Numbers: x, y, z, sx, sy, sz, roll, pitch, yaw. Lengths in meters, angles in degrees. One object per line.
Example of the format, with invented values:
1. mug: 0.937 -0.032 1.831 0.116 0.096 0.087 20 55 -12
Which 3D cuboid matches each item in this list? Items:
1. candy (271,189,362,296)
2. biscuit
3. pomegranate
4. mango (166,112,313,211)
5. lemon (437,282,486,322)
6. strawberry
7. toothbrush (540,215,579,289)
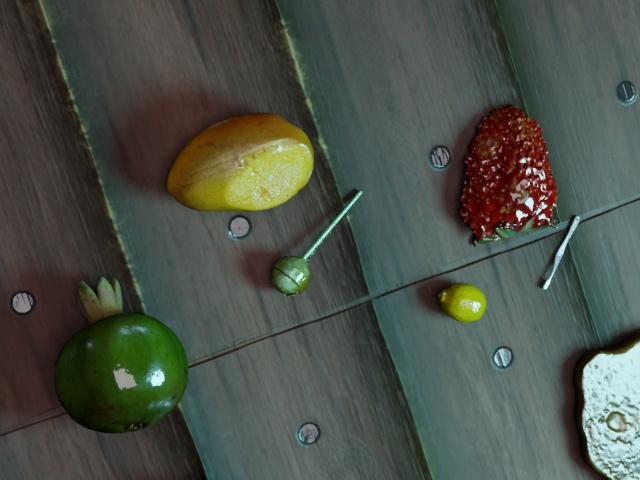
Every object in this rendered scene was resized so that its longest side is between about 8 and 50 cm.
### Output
1. candy: 0.000 0.000 1.787 0.061 0.061 0.202 43 74 -11
2. biscuit: 0.536 0.285 1.919 0.257 0.049 0.273 -16 94 -9
3. pomegranate: -0.286 0.159 1.666 0.187 0.187 0.225 -18 72 -12
4. mango: -0.120 -0.109 1.725 0.217 0.102 0.141 -21 120 -9
5. lemon: 0.219 0.095 1.829 0.083 0.062 0.062 15 89 -14
6. strawberry: 0.286 -0.101 1.826 0.167 0.087 0.208 -17 94 -11
7. toothbrush: 0.383 0.019 1.891 0.011 0.013 0.131 29 84 -23
